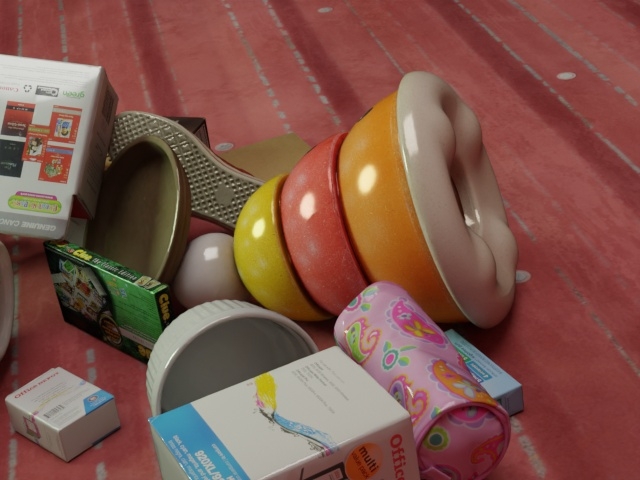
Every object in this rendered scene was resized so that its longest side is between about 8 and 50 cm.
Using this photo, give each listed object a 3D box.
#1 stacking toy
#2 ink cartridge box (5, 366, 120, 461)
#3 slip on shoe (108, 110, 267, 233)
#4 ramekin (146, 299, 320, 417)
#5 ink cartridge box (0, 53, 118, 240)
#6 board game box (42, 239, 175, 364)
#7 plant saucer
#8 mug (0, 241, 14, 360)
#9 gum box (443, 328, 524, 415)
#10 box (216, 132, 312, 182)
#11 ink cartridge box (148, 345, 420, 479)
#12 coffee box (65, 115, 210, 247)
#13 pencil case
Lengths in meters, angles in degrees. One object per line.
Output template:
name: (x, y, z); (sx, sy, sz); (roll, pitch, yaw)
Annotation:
stacking toy: (0.000, 0.000, 1.732); (0.479, 0.351, 0.351); (-17, 25, 19)
ink cartridge box: (-0.327, 0.218, 1.612); (0.122, 0.052, 0.088); (20, 39, 40)
slip on shoe: (-0.185, -0.092, 1.977); (0.331, 0.123, 0.101); (28, 0, -1)
ramekin: (-0.106, 0.167, 1.494); (0.207, 0.207, 0.109); (-18, 20, -17)
ink cartridge box: (-0.483, -0.129, 1.879); (0.309, 0.130, 0.272); (8, 74, 4)
board game box: (-0.286, 0.088, 1.753); (0.030, 0.136, 0.259); (-28, 34, -37)
plant saucer: (-0.265, -0.014, 1.845); (0.041, 0.278, 0.278); (14, 13, -35)
mug: (-0.594, 0.087, 1.661); (0.328, 0.276, 0.374); (1, 6, 1)
gum box: (0.127, 0.188, 1.550); (0.184, 0.041, 0.157); (-21, 31, -19)
box: (-0.082, -0.127, 2.213); (0.164, 0.021, 0.201); (-18, 29, -17)
ink cartridge box: (-0.032, 0.251, 1.340); (0.232, 0.171, 0.168); (-21, 31, -20)
coffee box: (-0.310, -0.095, 2.113); (0.168, 0.119, 0.297); (2, 30, 18)
pencil case: (0.108, 0.160, 1.450); (0.124, 0.124, 0.284); (-16, 30, -13)
